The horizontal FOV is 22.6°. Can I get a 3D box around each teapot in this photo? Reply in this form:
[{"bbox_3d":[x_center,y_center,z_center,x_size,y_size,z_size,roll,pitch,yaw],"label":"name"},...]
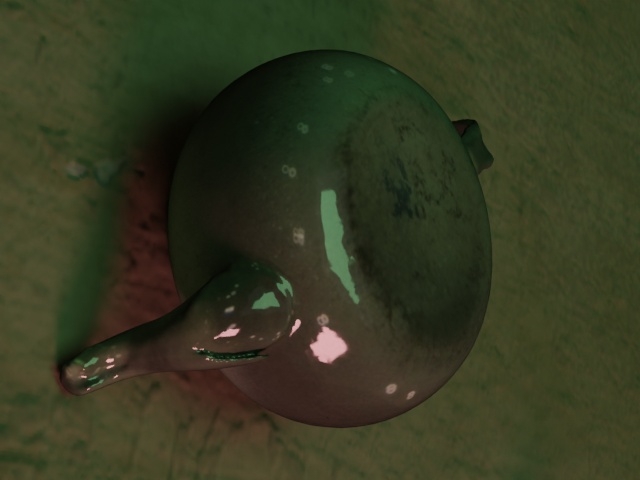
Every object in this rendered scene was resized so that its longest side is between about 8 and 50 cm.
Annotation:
[{"bbox_3d":[0.000,0.000,0.825,0.294,0.129,0.193,-40,113,-52],"label":"teapot"}]
